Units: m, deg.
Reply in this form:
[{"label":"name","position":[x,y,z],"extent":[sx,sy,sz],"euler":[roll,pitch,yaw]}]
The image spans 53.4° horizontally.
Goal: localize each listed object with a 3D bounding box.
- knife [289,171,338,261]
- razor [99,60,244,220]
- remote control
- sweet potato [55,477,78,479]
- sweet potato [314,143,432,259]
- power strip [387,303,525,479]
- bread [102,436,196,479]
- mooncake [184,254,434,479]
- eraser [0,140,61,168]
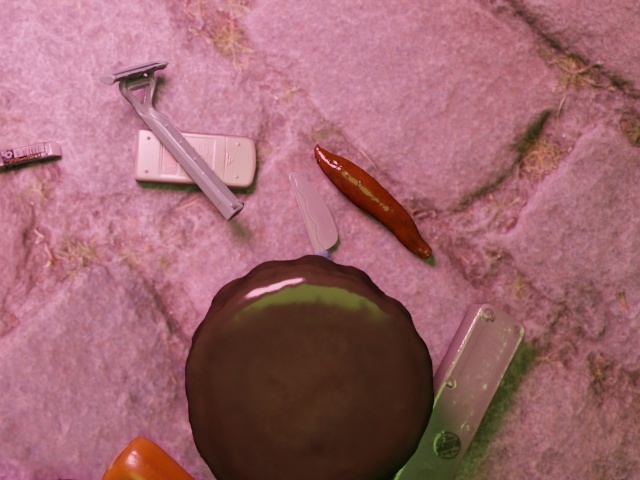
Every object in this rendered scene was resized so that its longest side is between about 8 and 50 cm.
[{"label":"knife","position":[0.002,0.000,1.047],"extent":[0.058,0.032,0.244],"euler":[-13,85,-5]},{"label":"razor","position":[-0.216,-0.148,0.978],"extent":[0.277,0.056,0.111],"euler":[55,41,-3]},{"label":"remote control","position":[-0.198,-0.130,1.018],"extent":[0.190,0.029,0.087],"euler":[2,86,-8]},{"label":"sweet potato","position":[-0.339,0.420,0.927],"extent":[0.346,0.079,0.108],"euler":[42,61,-13]},{"label":"sweet potato","position":[0.089,-0.065,1.046],"extent":[0.264,0.057,0.057],"euler":[42,81,-3]},{"label":"power strip","position":[0.208,0.286,1.040],"extent":[0.091,0.062,0.385],"euler":[30,82,-6]},{"label":"bread","position":[-0.212,0.398,0.956],"extent":[0.239,0.074,0.092],"euler":[42,58,-5]},{"label":"mooncake","position":[-0.021,0.202,0.933],"extent":[0.357,0.194,0.356],"euler":[0,99,-3]},{"label":"eraser","position":[-0.453,-0.131,0.983],"extent":[0.099,0.019,0.027],"euler":[-16,75,-10]}]
